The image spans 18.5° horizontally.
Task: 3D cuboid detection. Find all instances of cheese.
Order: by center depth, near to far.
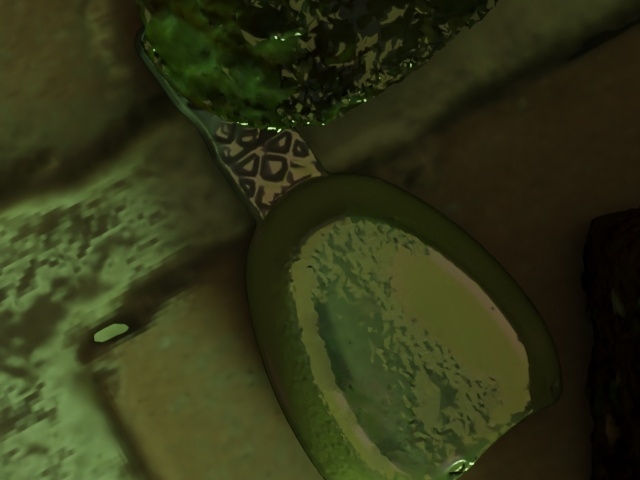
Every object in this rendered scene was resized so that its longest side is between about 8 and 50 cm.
[{"bbox_3d":[0.000,0.000,0.680,0.097,0.037,0.192,-37,93,-12],"label":"cheese"}]

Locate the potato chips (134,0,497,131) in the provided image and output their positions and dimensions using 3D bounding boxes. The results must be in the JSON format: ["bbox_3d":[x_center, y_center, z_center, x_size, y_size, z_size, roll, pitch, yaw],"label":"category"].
[{"bbox_3d":[0.014,-0.128,0.686,0.209,0.026,0.142,-29,82,-20],"label":"potato chips"}]

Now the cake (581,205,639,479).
[{"bbox_3d":[0.159,0.107,0.655,0.112,0.135,0.246,-3,88,-11],"label":"cake"}]
